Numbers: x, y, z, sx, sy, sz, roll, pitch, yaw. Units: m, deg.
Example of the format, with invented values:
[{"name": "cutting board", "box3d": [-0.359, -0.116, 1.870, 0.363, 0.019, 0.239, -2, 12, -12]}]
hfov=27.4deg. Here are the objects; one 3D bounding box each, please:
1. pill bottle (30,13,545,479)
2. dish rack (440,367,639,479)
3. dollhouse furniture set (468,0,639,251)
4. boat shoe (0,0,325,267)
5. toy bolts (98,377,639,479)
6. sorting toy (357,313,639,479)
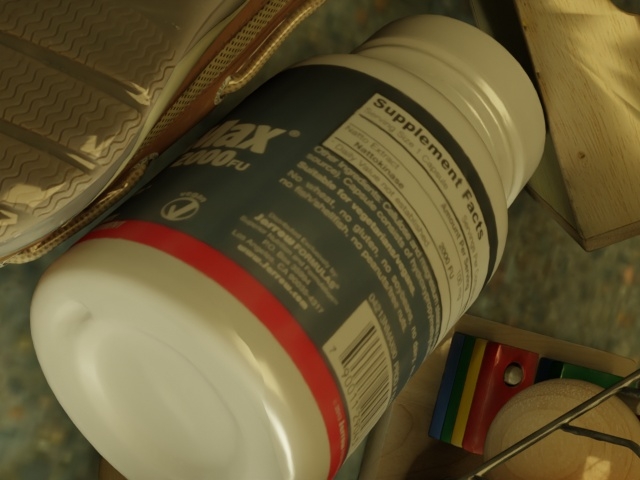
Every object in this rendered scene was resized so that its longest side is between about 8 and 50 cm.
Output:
[{"name": "pill bottle", "box3d": [0.000, 0.000, 0.444, 0.180, 0.108, 0.108, -46, 117, -39]}, {"name": "dish rack", "box3d": [0.132, 0.122, 0.371, 0.271, 0.074, 0.208, -28, 87, -11]}, {"name": "dollhouse furniture set", "box3d": [0.184, -0.121, 0.517, 0.242, 0.212, 0.161, -20, 108, 0]}, {"name": "boat shoe", "box3d": [-0.046, -0.111, 0.434, 0.123, 0.116, 0.324, 44, 68, 2]}, {"name": "toy bolts", "box3d": [0.014, 0.143, 0.494, 0.228, 0.218, 0.158, 4, 66, -11]}, {"name": "sorting toy", "box3d": [0.092, 0.108, 0.576, 0.274, 0.046, 0.132, 17, 87, -31]}]
